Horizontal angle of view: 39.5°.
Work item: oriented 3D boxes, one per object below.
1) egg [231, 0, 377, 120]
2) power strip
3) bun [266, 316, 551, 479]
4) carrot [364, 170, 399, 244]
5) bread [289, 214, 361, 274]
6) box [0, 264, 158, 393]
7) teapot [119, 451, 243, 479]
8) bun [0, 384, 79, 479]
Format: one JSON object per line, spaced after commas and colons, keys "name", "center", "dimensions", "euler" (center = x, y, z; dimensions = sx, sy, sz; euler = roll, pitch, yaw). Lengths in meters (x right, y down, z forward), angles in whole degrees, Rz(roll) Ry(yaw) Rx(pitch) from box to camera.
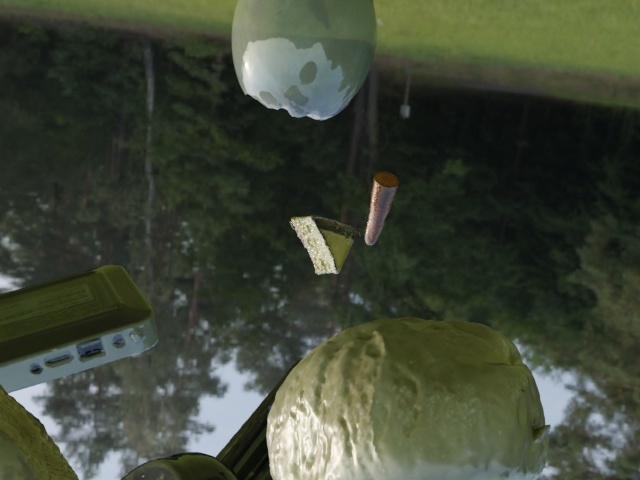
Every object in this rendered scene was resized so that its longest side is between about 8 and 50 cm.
{"name": "egg", "center": [-0.016, -0.270, 1.114], "dimensions": [0.183, 0.217, 0.183], "euler": [17, -163, -5]}
{"name": "power strip", "center": [-0.035, 0.332, 1.201], "dimensions": [0.092, 0.257, 0.251], "euler": [15, -132, 41]}
{"name": "bun", "center": [0.072, 0.140, 0.744], "dimensions": [0.243, 0.153, 0.244], "euler": [-10, 174, -1]}
{"name": "carrot", "center": [0.139, -0.067, 2.162], "dimensions": [0.061, 0.210, 0.061], "euler": [7, -139, -6]}
{"name": "bread", "center": [0.000, 0.000, 2.082], "dimensions": [0.152, 0.127, 0.147], "euler": [33, 166, -16]}
{"name": "box", "center": [-0.541, 0.167, 1.807], "dimensions": [0.367, 0.091, 0.373], "euler": [-17, -158, -20]}
{"name": "teapot", "center": [-0.082, 0.415, 0.944], "dimensions": [0.344, 0.300, 0.253], "euler": [35, 136, -29]}
{"name": "bun", "center": [-0.483, 0.340, 1.262], "dimensions": [0.202, 0.364, 0.364], "euler": [-39, -151, -15]}
